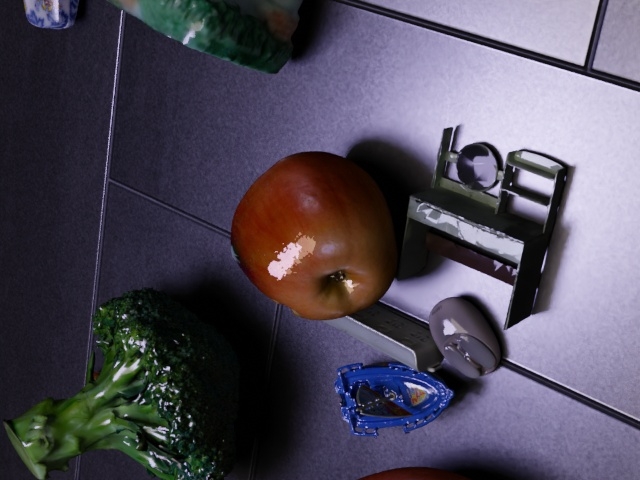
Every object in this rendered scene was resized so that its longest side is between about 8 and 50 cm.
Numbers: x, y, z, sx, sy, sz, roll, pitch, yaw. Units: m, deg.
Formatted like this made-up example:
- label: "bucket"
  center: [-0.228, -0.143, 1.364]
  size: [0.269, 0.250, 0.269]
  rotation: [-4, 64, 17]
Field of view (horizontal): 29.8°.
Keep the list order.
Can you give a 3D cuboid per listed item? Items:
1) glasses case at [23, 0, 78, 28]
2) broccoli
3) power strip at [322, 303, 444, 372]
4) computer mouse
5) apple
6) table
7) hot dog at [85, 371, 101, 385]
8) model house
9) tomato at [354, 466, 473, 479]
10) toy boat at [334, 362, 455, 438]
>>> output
- label: "glasses case"
  center: [-0.362, -0.409, 1.610]
  size: [0.086, 0.065, 0.248]
  rotation: [12, 107, 34]
- label: "broccoli"
  center: [-0.234, 0.215, 1.521]
  size: [0.297, 0.297, 0.298]
  rotation: [48, 156, 31]
- label: "power strip"
  center: [0.038, 0.089, 1.409]
  size: [0.252, 0.060, 0.027]
  rotation: [25, 116, 32]
- label: "computer mouse"
  center: [0.156, 0.109, 1.330]
  size: [0.066, 0.039, 0.096]
  rotation: [-40, 76, 38]
- label: "apple"
  center: [0.000, 0.000, 1.340]
  size: [0.199, 0.199, 0.199]
  rotation: [11, 107, 37]
- label: "table"
  center: [0.168, -0.016, 1.278]
  size: [0.146, 0.062, 0.175]
  rotation: [24, 118, 33]
- label: "hot dog"
  center: [-0.324, 0.231, 1.754]
  size: [0.058, 0.035, 0.083]
  rotation: [25, 115, 32]
- label: "model house"
  center: [-0.108, -0.390, 1.363]
  size: [0.267, 0.194, 0.325]
  rotation: [33, 106, 32]
- label: "tomato"
  center: [0.099, 0.427, 1.302]
  size: [0.341, 0.272, 0.342]
  rotation: [11, 107, 38]
- label: "toy boat"
  center: [0.074, 0.185, 1.371]
  size: [0.175, 0.110, 0.091]
  rotation: [-11, 94, 38]
